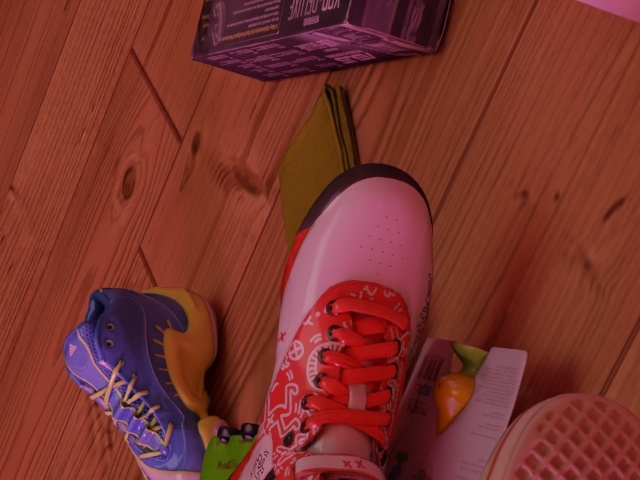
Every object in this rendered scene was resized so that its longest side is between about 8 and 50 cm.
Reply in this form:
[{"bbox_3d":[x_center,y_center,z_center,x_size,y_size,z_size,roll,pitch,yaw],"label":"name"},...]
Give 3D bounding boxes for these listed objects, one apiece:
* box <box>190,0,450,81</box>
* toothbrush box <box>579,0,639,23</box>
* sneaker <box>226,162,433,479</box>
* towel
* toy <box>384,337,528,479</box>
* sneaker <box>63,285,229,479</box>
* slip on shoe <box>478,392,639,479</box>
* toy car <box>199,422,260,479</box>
[{"bbox_3d":[0.014,-0.252,1.352,0.307,0.076,0.242,0,76,65],"label":"box"},{"bbox_3d":[0.053,-0.259,1.005,0.126,0.295,0.216,-64,27,25],"label":"toothbrush box"},{"bbox_3d":[0.017,0.100,0.997,0.270,0.090,0.145,-69,21,10],"label":"sneaker"},{"bbox_3d":[0.000,0.000,1.298,0.102,0.021,0.237,-53,32,38],"label":"towel"},{"bbox_3d":[0.062,0.175,1.017,0.137,0.056,0.237,1,72,69],"label":"toy"},{"bbox_3d":[-0.142,0.131,1.397,0.091,0.126,0.240,-56,30,36],"label":"sneaker"},{"bbox_3d":[0.092,0.235,0.850,0.101,0.123,0.331,175,104,-69],"label":"slip on shoe"},{"bbox_3d":[-0.017,0.153,1.204,0.225,0.053,0.239,-15,61,63],"label":"toy car"}]
